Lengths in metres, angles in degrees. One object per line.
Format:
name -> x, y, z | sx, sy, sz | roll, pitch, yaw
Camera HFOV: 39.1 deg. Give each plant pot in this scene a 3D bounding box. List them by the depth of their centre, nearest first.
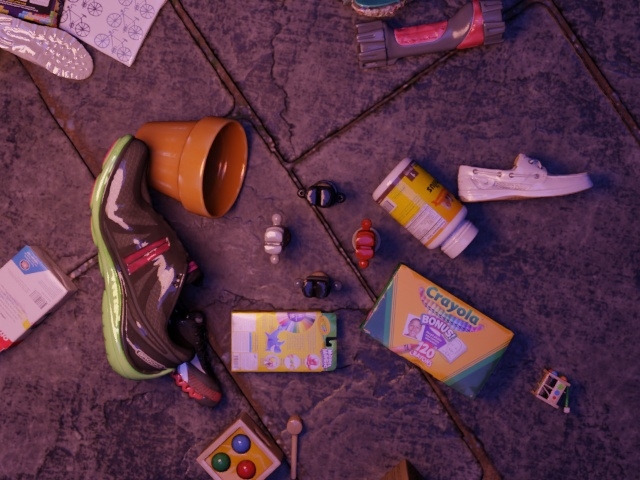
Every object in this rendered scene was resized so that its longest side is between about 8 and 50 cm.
plant pot -> -0.277, -0.164, 1.848 | 0.187, 0.205, 0.205 | 14, 91, 18

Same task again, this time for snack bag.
snack bag -> -0.457, -0.591, 1.914 | 0.323, 0.037, 0.343 | 31, 92, 2

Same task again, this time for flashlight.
flashlight -> 0.224, -0.436, 1.862 | 0.303, 0.103, 0.103 | -7, 67, 3

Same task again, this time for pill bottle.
pill bottle -> 0.220, -0.063, 1.858 | 0.215, 0.117, 0.117 | 42, 92, 0

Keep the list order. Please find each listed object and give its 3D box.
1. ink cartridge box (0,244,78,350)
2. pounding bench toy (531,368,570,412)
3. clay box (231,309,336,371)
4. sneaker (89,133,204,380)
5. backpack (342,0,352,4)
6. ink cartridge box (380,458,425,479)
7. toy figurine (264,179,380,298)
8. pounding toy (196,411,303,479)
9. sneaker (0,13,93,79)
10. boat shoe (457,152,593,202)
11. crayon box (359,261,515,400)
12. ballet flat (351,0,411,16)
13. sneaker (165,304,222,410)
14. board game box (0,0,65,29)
ink cartridge box -> -0.650, 0.134, 1.912 | 0.231, 0.078, 0.134 | -41, 89, 2
pounding bench toy -> 0.498, 0.314, 1.888 | 0.083, 0.052, 0.065 | 30, 91, 1
clay box -> -0.076, 0.212, 1.906 | 0.221, 0.053, 0.128 | 0, 91, 1
sneaker -> -0.333, 0.030, 1.774 | 0.202, 0.185, 0.483 | -5, 100, 0
backpack -> 0.075, -0.543, 1.863 | 0.114, 0.105, 0.084 | -31, 95, -1
ink cartridge box -> 0.133, 0.557, 1.813 | 0.193, 0.234, 0.088 | -44, 89, 3
toy figurine -> 0.000, 0.000, 1.861 | 0.209, 0.148, 0.213 | -44, 91, 8
pounding toy -> -0.121, 0.448, 1.891 | 0.206, 0.094, 0.181 | -43, 89, 3
sneaker -> -0.592, -0.410, 1.902 | 0.235, 0.095, 0.090 | 25, 87, -18
boat shoe -> 0.421, -0.133, 1.860 | 0.276, 0.098, 0.096 | -4, 92, 3
crayon box -> 0.241, 0.187, 1.880 | 0.278, 0.081, 0.165 | 31, 92, 1
ballet flat -> 0.157, -0.501, 1.831 | 0.241, 0.077, 0.091 | -37, 62, -26
sneaker -> -0.279, 0.223, 1.890 | 0.135, 0.097, 0.276 | -37, 88, 4
board game box -> -0.618, -0.531, 1.882 | 0.170, 0.048, 0.141 | 15, 89, 3
